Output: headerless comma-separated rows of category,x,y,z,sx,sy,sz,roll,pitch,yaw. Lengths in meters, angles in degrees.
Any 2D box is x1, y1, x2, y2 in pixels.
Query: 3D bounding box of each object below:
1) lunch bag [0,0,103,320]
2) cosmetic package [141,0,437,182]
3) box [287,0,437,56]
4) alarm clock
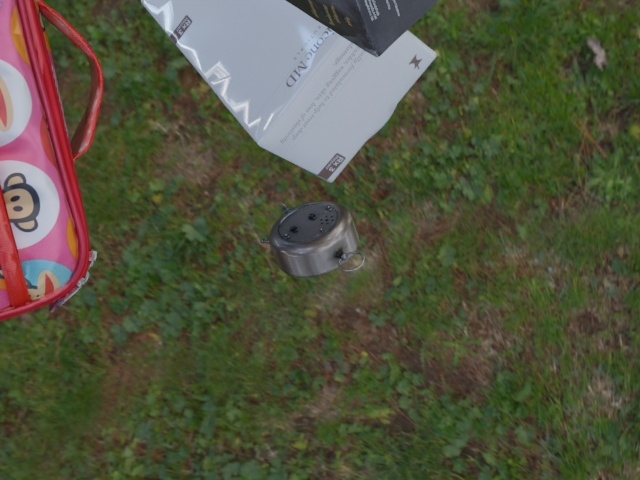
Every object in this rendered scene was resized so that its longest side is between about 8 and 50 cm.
lunch bag,-0.274,-0.080,0.620,0.258,0.293,0.120,-16,21,-18
cosmetic package,-0.055,-0.278,1.195,0.217,0.156,0.385,-52,48,13
box,-0.065,-0.261,0.454,0.076,0.307,0.242,-45,56,-9
alarm clock,0.000,0.000,1.350,0.129,0.064,0.192,-35,40,-21
